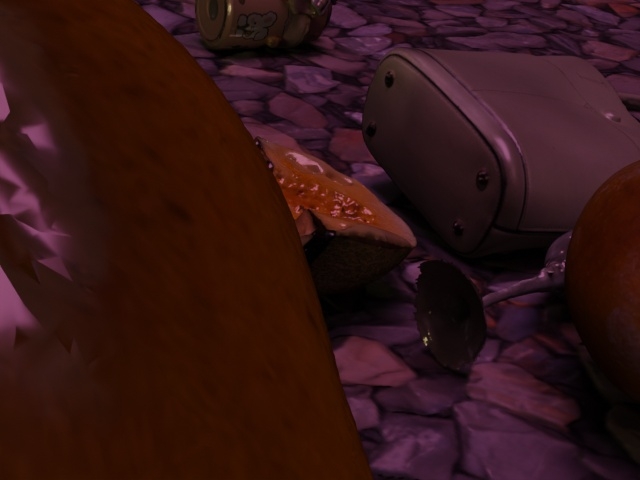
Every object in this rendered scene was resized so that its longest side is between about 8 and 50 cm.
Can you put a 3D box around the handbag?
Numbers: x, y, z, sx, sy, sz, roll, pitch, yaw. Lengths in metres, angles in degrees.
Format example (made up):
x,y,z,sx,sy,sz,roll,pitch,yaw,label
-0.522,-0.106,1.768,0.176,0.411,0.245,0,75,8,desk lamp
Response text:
x,y,z,sx,sy,sz,roll,pitch,yaw,label
0.204,-0.074,1.035,0.315,0.109,0.241,-2,41,-35,handbag

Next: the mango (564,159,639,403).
x,y,z,sx,sy,sz,roll,pitch,yaw,label
0.265,0.022,0.790,0.193,0.146,0.316,38,27,19,mango

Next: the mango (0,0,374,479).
x,y,z,sx,sy,sz,roll,pitch,yaw,label
-0.119,0.057,0.474,0.301,0.220,0.445,-24,72,-44,mango

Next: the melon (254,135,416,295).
x,y,z,sx,sy,sz,roll,pitch,yaw,label
0.000,0.000,0.865,0.128,0.079,0.160,14,19,-28,melon

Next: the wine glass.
x,y,z,sx,sy,sz,roll,pitch,yaw,label
0.174,0.022,0.857,0.262,0.074,0.074,-14,32,-39,wine glass

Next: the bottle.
x,y,z,sx,sy,sz,roll,pitch,yaw,label
-0.050,-0.254,1.352,0.152,0.099,0.099,-4,27,-29,bottle
